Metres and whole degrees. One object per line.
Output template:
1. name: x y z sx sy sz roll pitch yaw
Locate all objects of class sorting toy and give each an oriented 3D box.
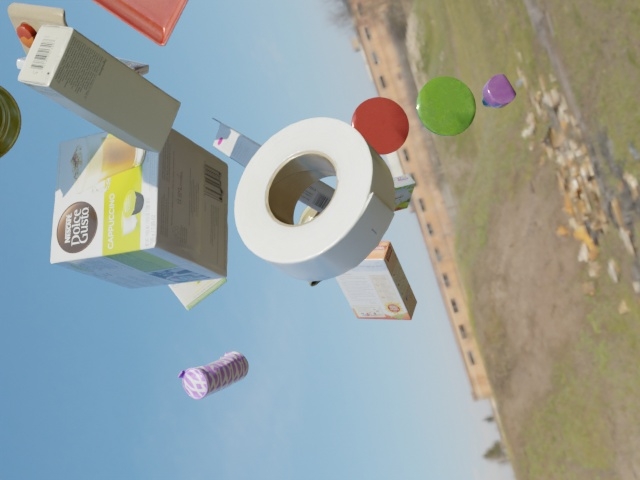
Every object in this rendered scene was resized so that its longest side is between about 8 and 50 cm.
1. sorting toy: -0.659 -0.474 1.995 0.041 0.307 0.229 -46 -40 -40
2. sorting toy: 0.231 -0.264 1.683 0.126 0.365 0.127 134 117 -80

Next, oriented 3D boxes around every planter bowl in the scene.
1. planter bowl: -0.826 -0.290 1.848 0.090 0.217 0.217 39 164 43

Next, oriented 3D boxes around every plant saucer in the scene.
1. plant saucer: -0.365 -0.566 1.578 0.258 0.259 0.048 33 -145 -8

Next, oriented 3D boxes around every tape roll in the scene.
1. tape roll: -0.011 -0.074 1.412 0.100 0.286 0.286 39 -147 -52

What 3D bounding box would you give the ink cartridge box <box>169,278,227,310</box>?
1. ink cartridge box: -0.460 0.099 2.720 0.235 0.171 0.056 53 169 -1

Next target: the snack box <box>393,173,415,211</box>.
1. snack box: 0.159 -0.107 1.958 0.100 0.141 0.037 100 148 -51

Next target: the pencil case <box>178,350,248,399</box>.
1. pencil case: -0.267 0.339 2.015 0.088 0.086 0.206 42 -159 16

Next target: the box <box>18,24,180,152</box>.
1. box: -0.382 -0.262 1.393 0.275 0.094 0.113 34 -105 -54

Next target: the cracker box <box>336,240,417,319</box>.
1. cracker box: 0.131 0.102 1.965 0.232 0.155 0.067 62 -141 -40

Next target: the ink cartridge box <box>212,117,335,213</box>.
1. ink cartridge box: -0.119 -0.170 1.720 0.175 0.069 0.371 28 -173 -33

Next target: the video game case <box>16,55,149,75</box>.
1. video game case: -0.482 -0.356 1.615 0.183 0.201 0.023 -59 -19 -64

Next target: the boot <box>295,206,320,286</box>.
1. boot: 0.000 0.000 2.083 0.077 0.213 0.165 3 -136 -46

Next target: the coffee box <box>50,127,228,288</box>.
1. coffee box: -0.473 -0.079 2.102 0.338 0.334 0.338 30 -125 -61
